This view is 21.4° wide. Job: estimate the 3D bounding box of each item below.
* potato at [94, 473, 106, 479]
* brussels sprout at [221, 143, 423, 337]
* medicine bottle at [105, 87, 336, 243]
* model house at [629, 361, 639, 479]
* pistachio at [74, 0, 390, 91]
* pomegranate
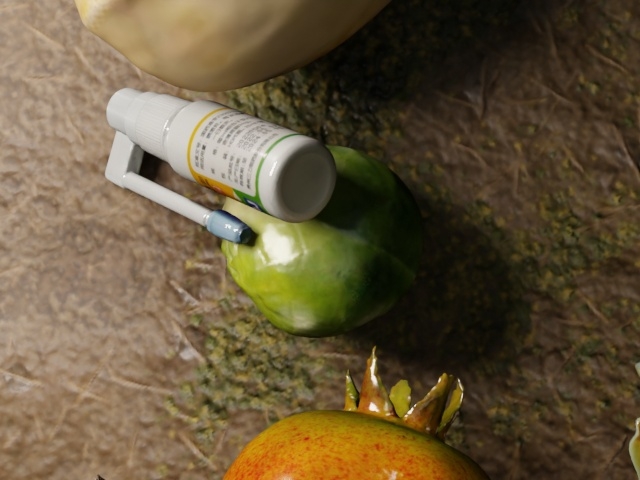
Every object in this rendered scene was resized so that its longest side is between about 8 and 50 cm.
[{"bbox_3d":[-0.216,0.307,1.200,0.266,0.229,0.229,-34,87,3],"label":"potato"},{"bbox_3d":[0.001,0.003,1.251,0.155,0.117,0.155,-15,59,28],"label":"brussels sprout"},{"bbox_3d":[-0.083,-0.055,1.230,0.061,0.221,0.092,5,103,-43],"label":"medicine bottle"},{"bbox_3d":[0.395,0.170,1.221,0.358,0.242,0.313,12,103,0],"label":"model house"},{"bbox_3d":[-0.043,-0.236,1.213,0.309,0.230,0.230,-35,87,-10],"label":"pistachio"},{"bbox_3d":[0.033,0.206,1.198,0.221,0.221,0.256,21,80,2],"label":"pomegranate"}]
